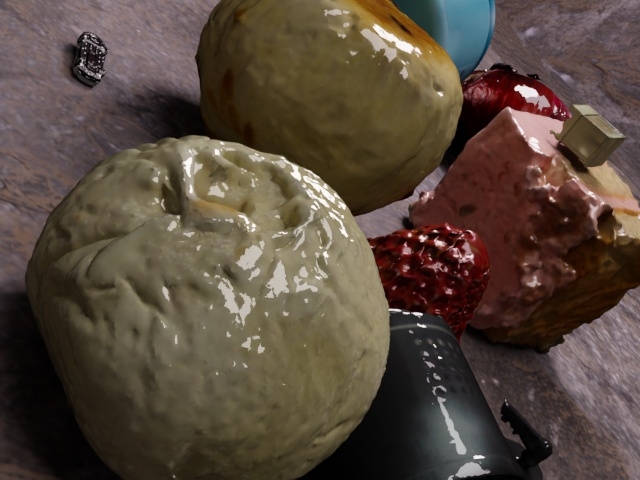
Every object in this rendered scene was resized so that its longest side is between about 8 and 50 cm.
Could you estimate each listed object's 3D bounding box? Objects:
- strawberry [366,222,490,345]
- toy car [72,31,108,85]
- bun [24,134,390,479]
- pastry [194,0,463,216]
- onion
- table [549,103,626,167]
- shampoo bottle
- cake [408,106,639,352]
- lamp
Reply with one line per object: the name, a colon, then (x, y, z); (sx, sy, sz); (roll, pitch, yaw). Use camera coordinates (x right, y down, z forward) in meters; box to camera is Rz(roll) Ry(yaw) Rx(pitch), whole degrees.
strawberry: (0.158, 0.069, 1.480); (0.234, 0.178, 0.233); (33, 39, -33)
toy car: (-0.303, -0.239, 1.397); (0.041, 0.025, 0.093); (33, 32, -31)
bun: (-0.098, 0.047, 0.977); (0.349, 0.227, 0.352); (28, 43, 8)
pastry: (-0.001, -0.196, 1.470); (0.389, 0.312, 0.388); (34, 18, -13)
onion: (0.372, -0.225, 2.167); (0.314, 0.232, 0.314); (24, -10, 4)
table: (0.421, -0.166, 1.683); (0.083, 0.062, 0.079); (47, 28, 21)
shampoo bottle: (0.112, -0.388, 1.893); (0.331, 0.331, 0.343); (48, 28, 3)
cake: (0.354, -0.019, 1.768); (0.293, 0.314, 0.306); (9, 46, -49)
lamp: (0.077, 0.209, 1.140); (0.374, 0.205, 0.272); (-4, 54, -55)
